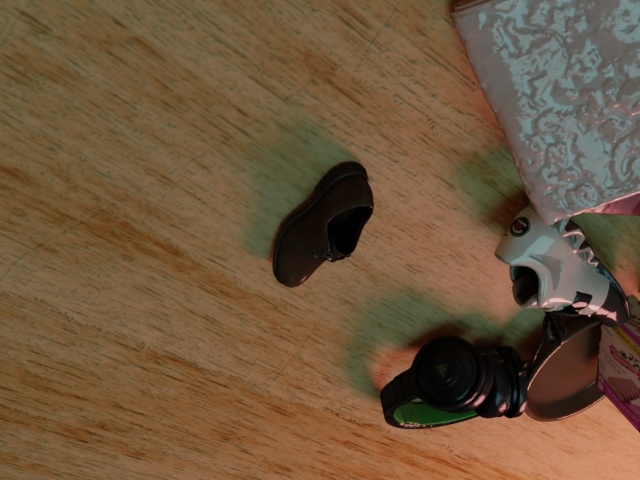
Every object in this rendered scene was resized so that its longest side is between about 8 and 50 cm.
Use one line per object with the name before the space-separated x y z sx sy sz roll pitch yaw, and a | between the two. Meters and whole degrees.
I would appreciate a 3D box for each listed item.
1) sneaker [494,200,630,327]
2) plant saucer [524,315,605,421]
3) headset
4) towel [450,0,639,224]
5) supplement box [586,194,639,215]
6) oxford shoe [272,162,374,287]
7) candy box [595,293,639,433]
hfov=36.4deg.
sneaker | 0.380 0.065 1.568 0.146 0.122 0.330 -46 126 1
plant saucer | 0.491 0.233 1.836 0.277 0.041 0.278 -17 135 -18
headset | 0.273 0.220 1.732 0.243 0.185 0.394 14 144 -39
towel | 0.367 -0.201 1.215 0.316 0.053 0.332 -19 116 21
supplement box | 0.478 -0.100 1.475 0.188 0.081 0.104 2 134 -23
oxford shoe | 0.000 0.000 1.392 0.082 0.096 0.227 9 133 -31
candy box | 0.571 0.231 1.737 0.071 0.159 0.233 -25 137 -13
